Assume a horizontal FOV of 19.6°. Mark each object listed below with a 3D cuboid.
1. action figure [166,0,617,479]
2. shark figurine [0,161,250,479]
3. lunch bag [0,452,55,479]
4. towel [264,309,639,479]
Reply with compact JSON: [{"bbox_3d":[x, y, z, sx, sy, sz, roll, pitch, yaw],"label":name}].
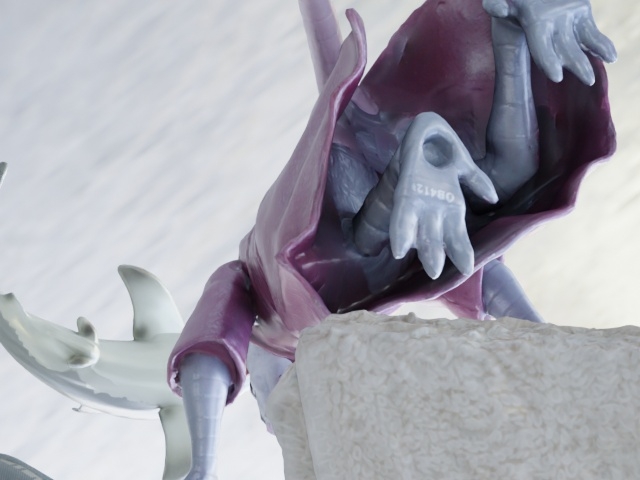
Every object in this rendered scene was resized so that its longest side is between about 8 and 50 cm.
[{"bbox_3d":[0.000,0.000,1.008,0.248,0.276,0.370,-16,166,-24],"label":"action figure"},{"bbox_3d":[-0.165,0.077,1.260,0.116,0.278,0.166,-40,-149,55],"label":"shark figurine"},{"bbox_3d":[-0.149,0.304,0.963,0.212,0.305,0.256,-36,145,-47],"label":"lunch bag"},{"bbox_3d":[0.119,0.112,0.499,0.282,0.187,0.049,-1,-170,26],"label":"towel"}]
